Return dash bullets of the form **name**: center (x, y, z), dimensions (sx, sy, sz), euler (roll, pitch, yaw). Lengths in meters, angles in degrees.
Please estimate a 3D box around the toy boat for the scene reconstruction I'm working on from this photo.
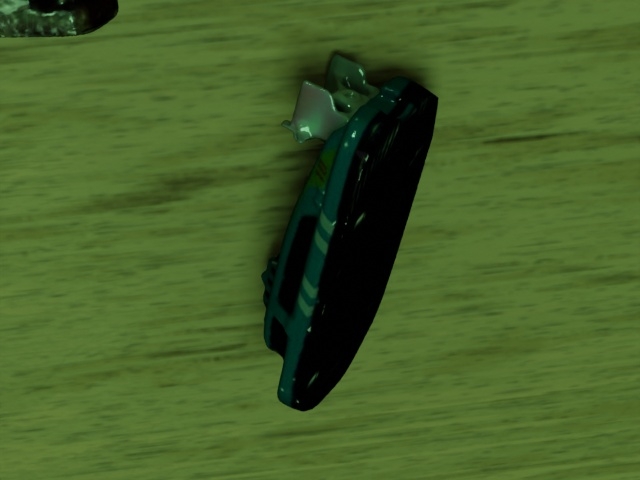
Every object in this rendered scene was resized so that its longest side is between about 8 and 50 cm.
- **toy boat**: center (0.000, 0.000, 1.287), dimensions (0.092, 0.134, 0.298), euler (27, 126, 15)

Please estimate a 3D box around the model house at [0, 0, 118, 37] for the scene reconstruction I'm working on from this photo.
- **model house**: center (-0.207, -0.220, 1.021), dimensions (0.141, 0.203, 0.164), euler (-16, 116, -25)
